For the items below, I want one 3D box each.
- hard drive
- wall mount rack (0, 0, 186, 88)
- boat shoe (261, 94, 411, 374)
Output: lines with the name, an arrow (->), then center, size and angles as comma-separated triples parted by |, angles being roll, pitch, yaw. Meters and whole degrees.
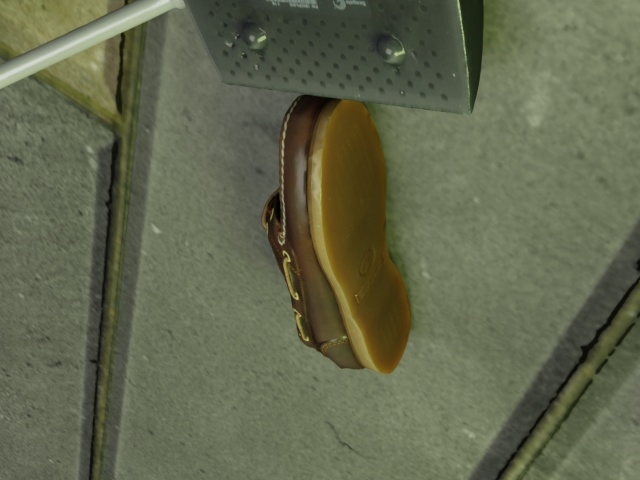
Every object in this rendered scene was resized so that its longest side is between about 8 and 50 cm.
hard drive -> -0.013, -0.180, 0.555 | 0.172, 0.054, 0.255 | 12, 136, 35
wall mount rack -> -0.227, -0.191, 0.694 | 0.304, 0.130, 0.350 | 2, 130, 47
boat shoe -> 0.000, 0.000, 0.721 | 0.073, 0.073, 0.207 | 17, 138, 28
